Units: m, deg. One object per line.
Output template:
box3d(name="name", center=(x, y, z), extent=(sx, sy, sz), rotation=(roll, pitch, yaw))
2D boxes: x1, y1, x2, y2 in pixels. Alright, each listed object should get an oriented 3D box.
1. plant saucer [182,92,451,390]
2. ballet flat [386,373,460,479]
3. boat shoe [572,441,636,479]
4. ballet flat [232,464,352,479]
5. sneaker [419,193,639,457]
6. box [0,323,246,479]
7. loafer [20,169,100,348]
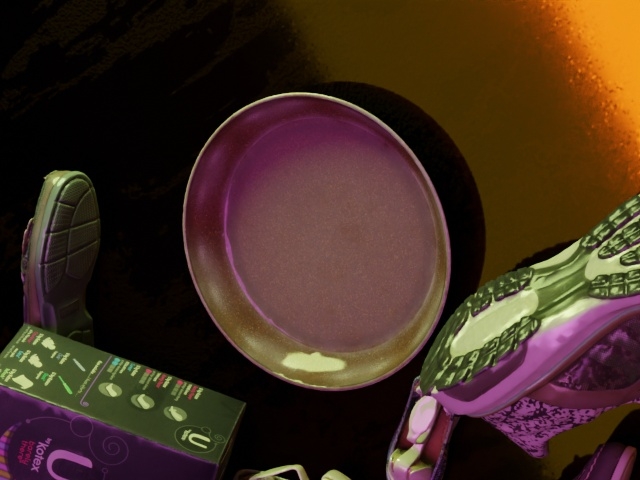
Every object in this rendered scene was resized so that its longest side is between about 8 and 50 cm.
box3d(name="plant saucer", center=(0.000, 0.000, 1.486), extent=(0.310, 0.050, 0.311), rotation=(8, 106, 29))
box3d(name="ballet flat", center=(0.099, 0.205, 1.474), extent=(0.070, 0.070, 0.188), rotation=(23, 113, 23))
box3d(name="boat shoe", center=(0.208, 0.326, 1.417), extent=(0.095, 0.112, 0.335), rotation=(26, 118, 17))
box3d(name="ballet flat", center=(-0.006, 0.276, 1.549), extent=(0.213, 0.072, 0.068), rotation=(-1, 98, 30))
box3d(name="sneaker", center=(0.298, 0.078, 1.317), extent=(0.410, 0.158, 0.182), rotation=(-29, 119, 30))
box3d(name="box", center=(-0.240, 0.229, 1.580), extent=(0.270, 0.143, 0.165), rotation=(19, 114, 2))
box3d(name="loafer", center=(-0.312, 0.044, 1.652), extent=(0.084, 0.096, 0.268), rotation=(17, 112, 31))
